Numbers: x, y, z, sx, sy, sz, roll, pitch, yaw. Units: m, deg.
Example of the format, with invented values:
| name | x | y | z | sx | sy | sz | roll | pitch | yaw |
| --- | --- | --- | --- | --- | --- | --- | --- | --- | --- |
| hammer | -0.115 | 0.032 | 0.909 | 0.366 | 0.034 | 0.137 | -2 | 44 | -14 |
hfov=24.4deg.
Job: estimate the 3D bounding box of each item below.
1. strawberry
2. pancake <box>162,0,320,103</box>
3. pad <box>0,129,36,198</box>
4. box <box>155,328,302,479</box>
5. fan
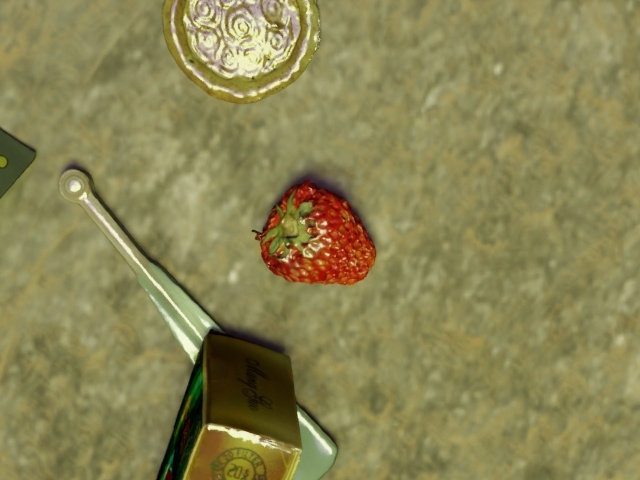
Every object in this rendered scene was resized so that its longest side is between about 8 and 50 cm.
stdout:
| name | x | y | z | sx | sy | sz | roll | pitch | yaw |
| --- | --- | --- | --- | --- | --- | --- | --- | --- | --- |
| strawberry | 0.000 | 0.000 | 1.011 | 0.083 | 0.073 | 0.073 | 23 | 102 | -40 |
| pancake | -0.052 | -0.150 | 1.006 | 0.115 | 0.011 | 0.114 | 0 | 102 | 0 |
| pad | -0.323 | -0.081 | 0.958 | 0.245 | 0.170 | 0.006 | 36 | 134 | -4 |
| box | -0.083 | 0.199 | 0.984 | 0.071 | 0.159 | 0.240 | 18 | 105 | -7 |
| fan | -0.093 | 0.065 | 1.039 | 0.057 | 0.023 | 0.282 | -38 | 98 | 15 |
